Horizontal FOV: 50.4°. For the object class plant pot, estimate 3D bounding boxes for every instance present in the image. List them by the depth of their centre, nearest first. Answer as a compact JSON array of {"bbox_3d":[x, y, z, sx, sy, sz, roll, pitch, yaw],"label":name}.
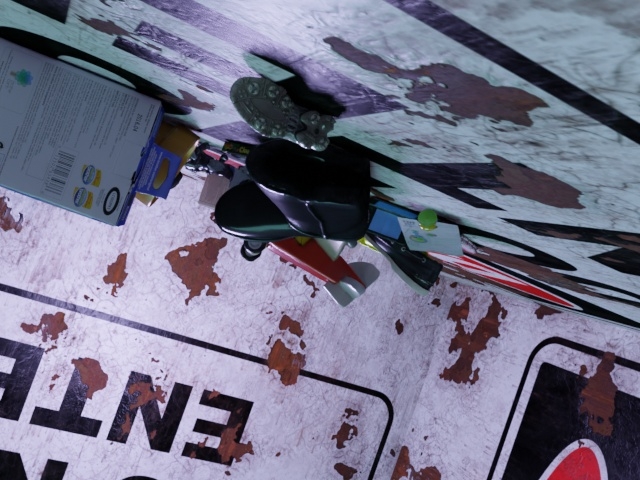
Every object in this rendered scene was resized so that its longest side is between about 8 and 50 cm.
[{"bbox_3d":[-0.415,-0.214,1.583,0.188,0.205,0.205,37,175,-9],"label":"plant pot"}]

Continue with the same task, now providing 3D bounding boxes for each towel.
[{"bbox_3d":[0.344,-0.005,1.867,0.144,0.029,0.197,18,177,28],"label":"towel"}]

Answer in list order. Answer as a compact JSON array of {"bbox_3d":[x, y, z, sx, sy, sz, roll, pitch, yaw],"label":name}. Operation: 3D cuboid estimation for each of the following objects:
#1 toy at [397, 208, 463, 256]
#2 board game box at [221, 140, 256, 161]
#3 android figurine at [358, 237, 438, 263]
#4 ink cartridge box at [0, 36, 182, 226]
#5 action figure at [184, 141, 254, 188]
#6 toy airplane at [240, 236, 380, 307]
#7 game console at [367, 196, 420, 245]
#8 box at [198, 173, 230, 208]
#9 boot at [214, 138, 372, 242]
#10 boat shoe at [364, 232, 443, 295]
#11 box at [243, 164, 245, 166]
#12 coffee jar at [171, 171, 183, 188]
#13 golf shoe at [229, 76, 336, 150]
[{"bbox_3d":[0.269,-0.024,1.617,0.137,0.056,0.237,8,167,17],"label":"toy"},{"bbox_3d":[-0.098,-0.177,1.552,0.259,0.030,0.136,18,175,44],"label":"board game box"},{"bbox_3d":[0.229,0.023,2.118,0.248,0.056,0.273,14,-169,-48],"label":"android figurine"},{"bbox_3d":[-0.484,-0.194,1.361,0.395,0.270,0.151,20,180,-10],"label":"ink cartridge box"},{"bbox_3d":[-0.276,-0.199,1.803,0.285,0.099,0.185,23,-174,15],"label":"action figure"},{"bbox_3d":[0.000,0.000,1.857,0.386,0.272,0.384,14,159,39],"label":"toy airplane"},{"bbox_3d":[0.174,-0.047,1.693,0.144,0.124,0.085,20,-156,-3],"label":"game console"},{"bbox_3d":[-0.274,-0.150,2.295,0.121,0.148,0.311,20,179,-39],"label":"box"},{"bbox_3d":[-0.080,-0.086,1.352,0.367,0.146,0.445,0,175,6],"label":"boot"},{"bbox_3d":[0.210,-0.002,1.864,0.127,0.113,0.340,22,-156,-49],"label":"boat shoe"},{"bbox_3d":[-0.166,-0.142,2.045,0.114,0.103,0.203,20,178,14],"label":"box"},{"bbox_3d":[-0.424,-0.213,1.733,0.184,0.079,0.096,60,173,-9],"label":"coffee jar"},{"bbox_3d":[-0.065,-0.172,0.927,0.176,0.069,0.086,23,-178,-44],"label":"golf shoe"}]
